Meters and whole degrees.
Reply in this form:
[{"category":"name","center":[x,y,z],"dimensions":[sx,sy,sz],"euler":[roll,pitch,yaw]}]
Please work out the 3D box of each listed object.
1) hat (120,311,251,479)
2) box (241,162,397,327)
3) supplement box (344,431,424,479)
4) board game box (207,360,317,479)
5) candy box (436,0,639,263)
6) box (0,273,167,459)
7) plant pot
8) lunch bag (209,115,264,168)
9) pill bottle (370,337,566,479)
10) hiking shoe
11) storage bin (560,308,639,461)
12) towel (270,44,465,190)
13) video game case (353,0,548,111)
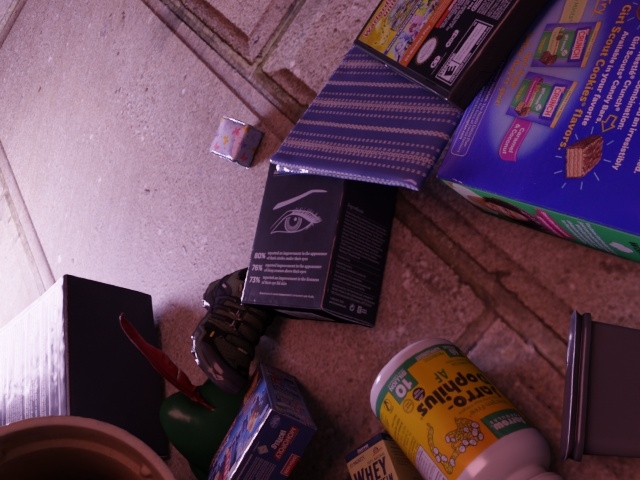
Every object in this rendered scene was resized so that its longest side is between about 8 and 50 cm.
[{"category":"hat","center":[-0.203,0.245,0.972],"dimensions":[0.173,0.184,0.208],"euler":[-57,45,10]},{"category":"box","center":[0.000,0.000,0.933],"dimensions":[0.153,0.108,0.207],"euler":[1,74,43]},{"category":"supplement box","center":[0.083,0.263,0.764],"dimensions":[0.056,0.083,0.083],"euler":[-41,49,23]},{"category":"board game box","center":[-0.078,0.247,0.883],"dimensions":[0.194,0.060,0.194],"euler":[-60,10,15]},{"category":"candy box","center":[0.310,-0.124,0.679],"dimensions":[0.317,0.122,0.268],"euler":[25,89,47]},{"category":"box","center":[-0.421,0.262,1.173],"dimensions":[0.294,0.183,0.296],"euler":[-34,55,31]},{"category":"plant pot","center":[-0.333,0.418,0.907],"dimensions":[0.305,0.334,0.333],"euler":[116,155,-64]},{"category":"lunch bag","center":[-0.145,-0.167,1.180],"dimensions":[0.083,0.053,0.071],"euler":[24,93,36]},{"category":"pill bottle","center":[0.150,0.204,0.701],"dimensions":[0.117,0.118,0.208],"euler":[-54,45,13]},{"category":"hiking shoe","center":[-0.112,0.109,0.984],"dimensions":[0.114,0.086,0.226],"euler":[-37,32,19]},{"category":"storage bin","center":[0.271,0.139,0.641],"dimensions":[0.091,0.098,0.135],"euler":[6,76,16]},{"category":"towel","center":[0.108,-0.201,0.888],"dimensions":[0.243,0.040,0.336],"euler":[13,61,43]},{"category":"video game case","center":[0.174,-0.302,0.799],"dimensions":[0.274,0.035,0.248],"euler":[-54,34,12]}]
